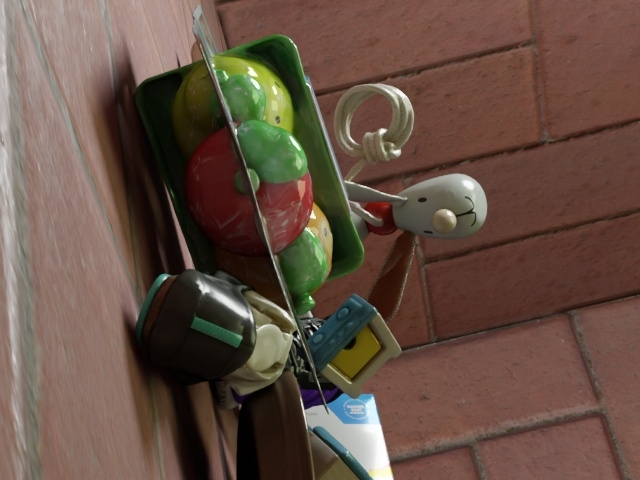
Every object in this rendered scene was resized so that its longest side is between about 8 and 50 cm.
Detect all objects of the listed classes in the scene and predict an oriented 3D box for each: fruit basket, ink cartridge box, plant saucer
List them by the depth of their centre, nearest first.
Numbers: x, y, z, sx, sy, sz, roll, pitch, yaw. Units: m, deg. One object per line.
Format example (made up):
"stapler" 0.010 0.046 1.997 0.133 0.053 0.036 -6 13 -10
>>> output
"plant saucer" -0.036 0.240 1.321 0.278 0.041 0.277 178 -90 -81
"fruit basket" -0.046 -0.047 1.470 0.353 0.165 0.327 -137 -153 -77
"ink cartridge box" 0.009 0.278 1.826 0.231 0.134 0.078 -104 -159 -44

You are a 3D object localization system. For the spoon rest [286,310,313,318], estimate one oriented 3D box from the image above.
"spoon rest" -0.034 0.165 2.169 0.137 0.084 0.276 18 -43 39

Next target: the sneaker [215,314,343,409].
"sneaker" -0.026 0.113 1.708 0.293 0.146 0.102 44 32 -75

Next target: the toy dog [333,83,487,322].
"toy dog" 0.000 0.000 1.829 0.220 0.334 0.161 52 24 -10

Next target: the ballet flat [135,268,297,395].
"ballet flat" -0.073 0.075 1.267 0.280 0.096 0.095 7 103 -86

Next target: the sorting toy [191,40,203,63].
"sorting toy" -0.143 -0.125 2.143 0.193 0.038 0.208 -102 -177 -53

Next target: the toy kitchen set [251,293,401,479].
"toy kitchen set" 0.027 0.147 1.521 0.207 0.166 0.122 37 -11 51
